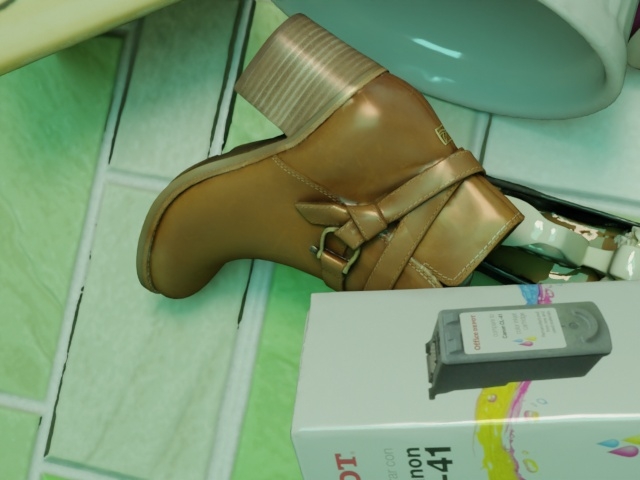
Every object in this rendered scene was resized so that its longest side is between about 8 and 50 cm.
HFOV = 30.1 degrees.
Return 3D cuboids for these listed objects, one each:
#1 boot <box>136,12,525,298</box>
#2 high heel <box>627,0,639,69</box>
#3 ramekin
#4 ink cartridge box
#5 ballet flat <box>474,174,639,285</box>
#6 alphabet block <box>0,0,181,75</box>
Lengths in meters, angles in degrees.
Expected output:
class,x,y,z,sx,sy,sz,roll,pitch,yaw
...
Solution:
class,x,y,z,sx,sy,sz,roll,pitch,yaw
boot,0.000,0.000,0.882,0.220,0.109,0.283,42,119,7
high heel,0.364,-0.281,0.897,0.377,0.127,0.181,-32,50,10
ramekin,0.099,-0.205,0.840,0.277,0.277,0.135,21,80,13
ink cartridge box,0.152,0.148,0.801,0.306,0.226,0.131,-4,40,10
ballet flat,0.195,0.019,0.879,0.280,0.096,0.095,18,87,12
alphabet block,-0.181,-0.255,0.911,0.197,0.193,0.192,-20,102,8
